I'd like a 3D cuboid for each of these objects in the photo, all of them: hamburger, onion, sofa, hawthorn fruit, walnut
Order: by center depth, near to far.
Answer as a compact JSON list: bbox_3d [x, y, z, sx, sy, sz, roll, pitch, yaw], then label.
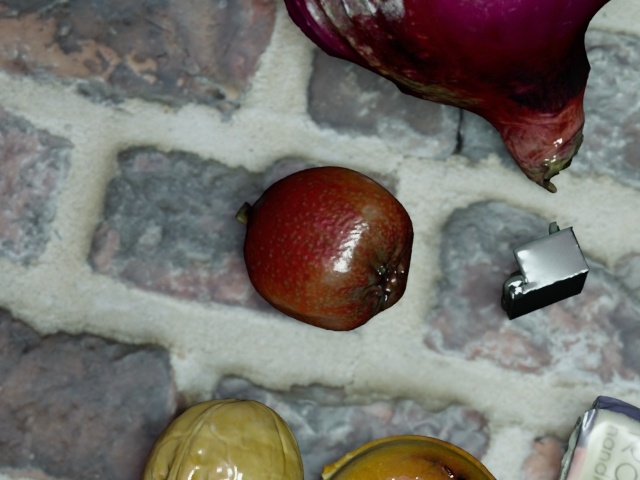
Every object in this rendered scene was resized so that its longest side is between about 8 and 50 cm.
[{"bbox_3d":[0.083,0.297,1.328,0.237,0.147,0.237,1,72,-2],"label":"hamburger"},{"bbox_3d":[0.168,-0.239,1.357,0.398,0.398,0.420,-14,98,6],"label":"onion"},{"bbox_3d":[-0.099,0.252,1.362,0.165,0.165,0.197,13,86,12],"label":"walnut"},{"bbox_3d":[0.214,0.030,1.368,0.085,0.147,0.060,-22,77,3],"label":"sofa"},{"bbox_3d":[0.000,0.000,1.408,0.188,0.169,0.169,31,83,26],"label":"hawthorn fruit"}]

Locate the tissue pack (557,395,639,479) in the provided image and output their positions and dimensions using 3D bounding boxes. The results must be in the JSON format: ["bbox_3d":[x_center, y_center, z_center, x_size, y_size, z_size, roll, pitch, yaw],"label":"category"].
[{"bbox_3d":[0.372,0.306,1.267,0.344,0.125,0.242,17,96,13],"label":"tissue pack"}]
